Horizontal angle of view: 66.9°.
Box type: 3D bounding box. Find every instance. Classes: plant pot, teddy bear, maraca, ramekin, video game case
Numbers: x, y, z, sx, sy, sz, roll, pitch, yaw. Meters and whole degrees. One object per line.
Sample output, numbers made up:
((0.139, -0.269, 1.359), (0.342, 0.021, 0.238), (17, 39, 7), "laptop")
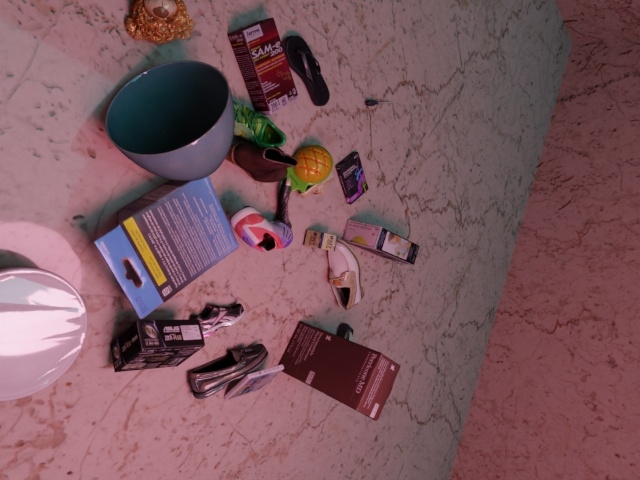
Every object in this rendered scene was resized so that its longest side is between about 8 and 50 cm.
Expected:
((-0.328, -0.255, 1.164), (0.290, 0.290, 0.195), (-57, 156, -22), "plant pot")
((-0.382, -0.638, 1.115), (0.245, 0.113, 0.337), (9, 92, -45), "teddy bear")
((-0.040, -0.235, 1.581), (0.186, 0.099, 0.127), (-42, 90, -16), "maraca")
((-0.643, 0.178, 1.004), (0.273, 0.127, 0.272), (-13, 109, -44), "ramekin")
((-0.210, 0.449, 1.535), (0.143, 0.019, 0.157), (-2, 145, -47), "video game case")

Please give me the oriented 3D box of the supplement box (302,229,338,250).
((0.000, 0.000, 1.686), (0.083, 0.083, 0.056), (11, 90, -48), "supplement box")

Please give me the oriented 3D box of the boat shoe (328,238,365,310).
((0.088, 0.132, 1.790), (0.103, 0.113, 0.302), (-49, 131, -36), "boat shoe")

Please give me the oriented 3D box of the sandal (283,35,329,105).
((-0.031, -0.547, 1.552), (0.097, 0.054, 0.254), (-58, 134, -21), "sandal")

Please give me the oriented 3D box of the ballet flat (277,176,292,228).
((-0.109, -0.119, 1.554), (0.049, 0.057, 0.173), (2, 111, -13), "ballet flat")

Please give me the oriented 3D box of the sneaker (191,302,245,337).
((-0.301, 0.220, 1.427), (0.178, 0.072, 0.077), (-27, 107, -47), "sneaker")

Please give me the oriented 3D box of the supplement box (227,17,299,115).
((-0.161, -0.502, 1.410), (0.130, 0.073, 0.239), (-41, 125, -33), "supplement box")

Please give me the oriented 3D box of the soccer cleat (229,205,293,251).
((-0.154, -0.005, 1.437), (0.109, 0.116, 0.318), (-38, 159, 8), "soccer cleat")

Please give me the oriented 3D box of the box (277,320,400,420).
((0.051, 0.424, 1.616), (0.143, 0.381, 0.191), (42, 68, -43), "box")

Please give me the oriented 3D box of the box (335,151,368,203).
((0.119, -0.233, 1.804), (0.116, 0.029, 0.162), (-43, 126, -33), "box")

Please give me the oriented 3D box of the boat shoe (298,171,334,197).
((-0.007, -0.185, 1.653), (0.170, 0.063, 0.059), (-42, 121, -34), "boat shoe")

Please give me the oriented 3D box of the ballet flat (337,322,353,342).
((0.093, 0.427, 1.894), (0.074, 0.074, 0.203), (6, 95, -48), "ballet flat")

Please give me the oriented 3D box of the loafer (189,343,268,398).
((-0.274, 0.377, 1.474), (0.268, 0.096, 0.084), (-27, 111, -38), "loafer")

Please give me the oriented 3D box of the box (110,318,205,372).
((-0.416, 0.268, 1.244), (0.180, 0.147, 0.077), (8, 52, -47), "box")

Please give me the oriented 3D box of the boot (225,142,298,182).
((-0.137, -0.215, 1.399), (0.248, 0.207, 0.090), (14, 89, -48), "boot")

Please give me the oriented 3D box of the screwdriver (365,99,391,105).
((0.228, -0.529, 1.858), (0.170, 0.025, 0.024), (-17, 111, -43), "screwdriver")

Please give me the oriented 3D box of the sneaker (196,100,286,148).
((-0.211, -0.333, 1.355), (0.296, 0.124, 0.109), (12, 90, -47), "sneaker")

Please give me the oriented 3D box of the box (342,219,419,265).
((0.238, 0.010, 1.886), (0.290, 0.169, 0.087), (22, 85, -49), "box")

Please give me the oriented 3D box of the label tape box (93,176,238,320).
((-0.398, 0.001, 1.242), (0.334, 0.106, 0.240), (-40, 126, -34), "label tape box")
